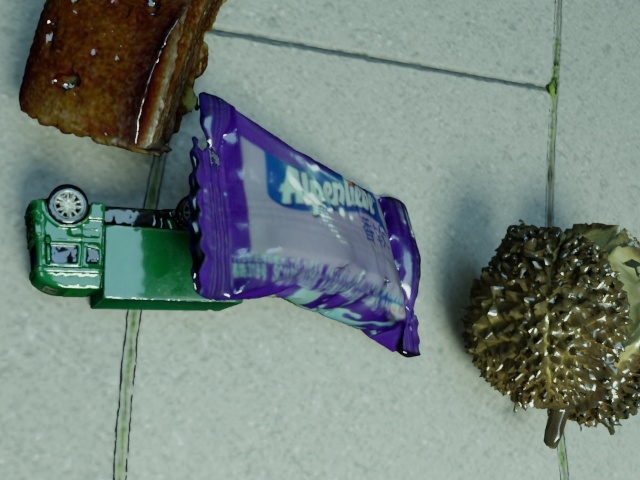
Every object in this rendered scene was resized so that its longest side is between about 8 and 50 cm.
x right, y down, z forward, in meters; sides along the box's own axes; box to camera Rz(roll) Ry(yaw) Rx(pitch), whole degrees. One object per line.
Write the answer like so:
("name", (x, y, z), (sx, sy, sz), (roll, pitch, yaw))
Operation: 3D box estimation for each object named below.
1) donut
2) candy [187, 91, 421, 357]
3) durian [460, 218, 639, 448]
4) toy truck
("donut", (-0.135, -0.162, 0.546), (0.126, 0.144, 0.187), (14, 95, 0))
("candy", (0.000, 0.000, 0.563), (0.275, 0.070, 0.145), (22, 56, -48))
("durian", (0.209, 0.079, 0.625), (0.196, 0.167, 0.196), (0, 91, -19))
("toy truck", (-0.134, 0.008, 0.531), (0.147, 0.065, 0.079), (5, 77, -26))
